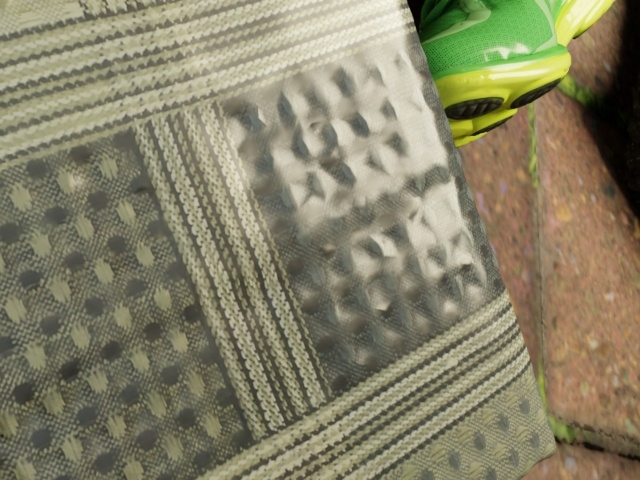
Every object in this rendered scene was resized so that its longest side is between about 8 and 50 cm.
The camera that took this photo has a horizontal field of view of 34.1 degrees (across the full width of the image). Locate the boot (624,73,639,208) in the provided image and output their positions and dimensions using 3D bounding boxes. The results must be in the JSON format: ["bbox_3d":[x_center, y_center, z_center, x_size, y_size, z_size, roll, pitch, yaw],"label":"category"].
[{"bbox_3d":[0.294,-0.193,0.809,0.260,0.131,0.348,-38,105,-46],"label":"boot"}]

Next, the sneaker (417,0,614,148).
[{"bbox_3d":[0.092,-0.143,0.616,0.123,0.109,0.295,50,40,-9],"label":"sneaker"}]

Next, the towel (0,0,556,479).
[{"bbox_3d":[-0.062,0.013,0.402,0.324,0.056,0.312,-24,97,-36],"label":"towel"}]
